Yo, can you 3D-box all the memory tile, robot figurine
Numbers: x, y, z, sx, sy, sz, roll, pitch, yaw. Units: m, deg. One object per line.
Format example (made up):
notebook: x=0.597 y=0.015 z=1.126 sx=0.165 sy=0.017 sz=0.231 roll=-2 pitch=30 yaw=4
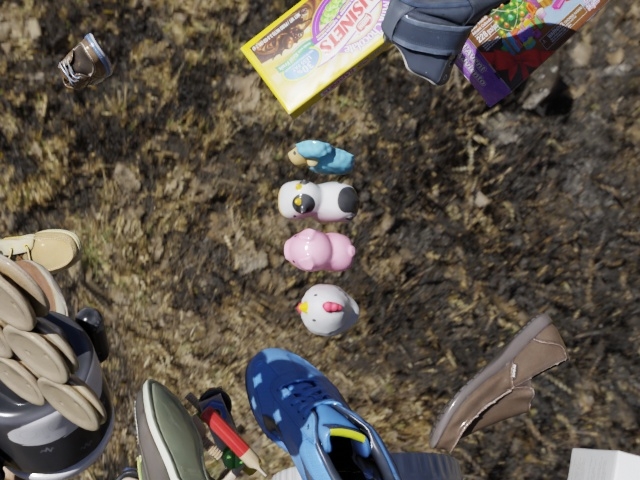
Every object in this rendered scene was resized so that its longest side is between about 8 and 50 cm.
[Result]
memory tile: x=-0.168 y=0.035 z=0.408 sx=0.148 sy=0.113 sz=0.012 roll=15 pitch=50 yaw=31
robot figurine: x=-0.367 y=0.199 z=1.115 sx=0.209 sy=0.278 sz=0.173 roll=-16 pitch=53 yaw=-13

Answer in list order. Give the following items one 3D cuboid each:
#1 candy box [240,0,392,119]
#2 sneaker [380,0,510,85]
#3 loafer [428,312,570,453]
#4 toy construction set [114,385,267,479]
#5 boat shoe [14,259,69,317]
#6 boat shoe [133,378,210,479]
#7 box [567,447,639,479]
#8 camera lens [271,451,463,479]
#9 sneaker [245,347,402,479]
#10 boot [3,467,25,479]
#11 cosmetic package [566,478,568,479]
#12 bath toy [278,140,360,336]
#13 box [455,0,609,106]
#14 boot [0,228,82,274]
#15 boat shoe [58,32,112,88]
candy box: x=0.020 y=-0.240 z=0.976 sx=0.206 sy=0.027 sz=0.105 roll=-37 pitch=76 yaw=4
sneaker: x=0.165 y=-0.247 z=0.896 sx=0.226 sy=0.163 sz=0.086 roll=-8 pitch=43 yaw=-27
loafer: x=0.369 y=0.305 z=1.734 sx=0.366 sy=0.134 sz=0.130 roll=-43 pitch=77 yaw=-10
toy construction set: x=-0.171 y=0.399 z=1.438 sx=0.237 sy=0.309 sz=0.257 roll=47 pitch=58 yaw=-5
boat shoe: x=-0.460 y=0.156 z=1.342 sx=0.116 sy=0.123 sz=0.324 roll=2 pitch=42 yaw=-37
boat shoe: x=-0.164 y=0.248 z=0.922 sx=0.069 sy=0.081 sz=0.228 roll=-44 pitch=46 yaw=11
box: x=0.337 y=0.307 z=0.960 sx=0.091 sy=0.170 sz=0.130 roll=14 pitch=78 yaw=3
camera lens: x=0.058 y=0.364 z=0.844 sx=0.219 sy=0.219 sz=0.274 roll=1 pitch=66 yaw=-14
sneaker: x=0.004 y=0.134 z=0.627 sx=0.069 sy=0.082 sz=0.209 roll=-16 pitch=40 yaw=-21
boot: x=-0.523 y=0.356 z=1.488 sx=0.152 sy=0.197 sz=0.073 roll=21 pitch=85 yaw=21
cosmetic package: x=0.366 y=0.445 z=1.196 sx=0.117 sy=0.231 sz=0.085 roll=28 pitch=29 yaw=36
bath toy: x=0.000 y=0.000 z=1.569 sx=0.151 sy=0.129 sz=0.348 roll=-2 pitch=81 yaw=1
box: x=0.257 y=-0.338 z=1.122 sx=0.293 sy=0.057 sz=0.201 roll=-43 pitch=94 yaw=-24
boot: x=-0.624 y=0.043 z=1.691 sx=0.262 sy=0.203 sz=0.095 roll=-5 pitch=97 yaw=14
boat shoe: x=-0.380 y=-0.275 z=1.380 sx=0.066 sy=0.183 sz=0.066 roll=-33 pitch=94 yaw=-18
